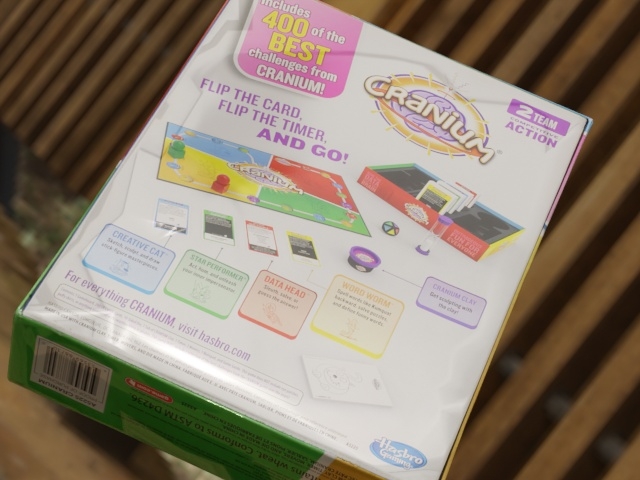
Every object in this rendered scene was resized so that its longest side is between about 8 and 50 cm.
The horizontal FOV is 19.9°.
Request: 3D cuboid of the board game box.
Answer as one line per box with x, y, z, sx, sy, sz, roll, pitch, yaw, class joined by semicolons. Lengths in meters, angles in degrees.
0.000;0.000;1.054;0.242;0.316;0.064;24;-41;5;board game box
